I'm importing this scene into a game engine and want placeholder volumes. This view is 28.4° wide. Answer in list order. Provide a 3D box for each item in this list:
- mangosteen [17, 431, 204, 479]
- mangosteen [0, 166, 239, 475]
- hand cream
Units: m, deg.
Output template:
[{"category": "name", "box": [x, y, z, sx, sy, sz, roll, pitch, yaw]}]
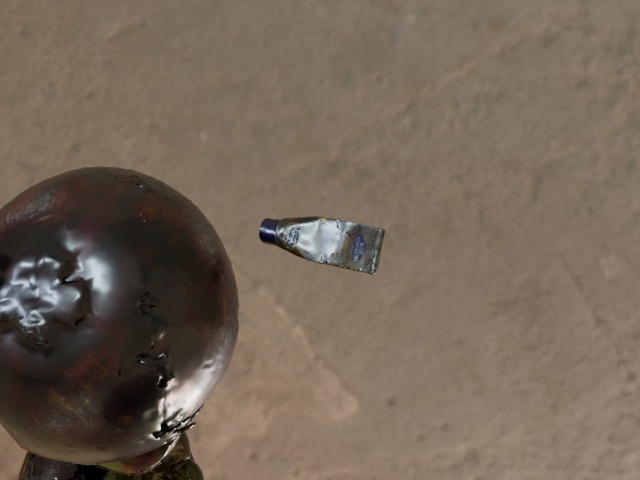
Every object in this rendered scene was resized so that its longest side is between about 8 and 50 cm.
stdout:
[{"category": "mangosteen", "box": [-0.317, 0.373, 1.951, 0.297, 0.297, 0.313, 25, 125, -8]}, {"category": "mangosteen", "box": [-0.292, 0.114, 1.644, 0.381, 0.381, 0.421, 15, 150, 1]}, {"category": "hand cream", "box": [0.000, 0.000, 1.632, 0.163, 0.062, 0.039, 10, 171, 21]}]
